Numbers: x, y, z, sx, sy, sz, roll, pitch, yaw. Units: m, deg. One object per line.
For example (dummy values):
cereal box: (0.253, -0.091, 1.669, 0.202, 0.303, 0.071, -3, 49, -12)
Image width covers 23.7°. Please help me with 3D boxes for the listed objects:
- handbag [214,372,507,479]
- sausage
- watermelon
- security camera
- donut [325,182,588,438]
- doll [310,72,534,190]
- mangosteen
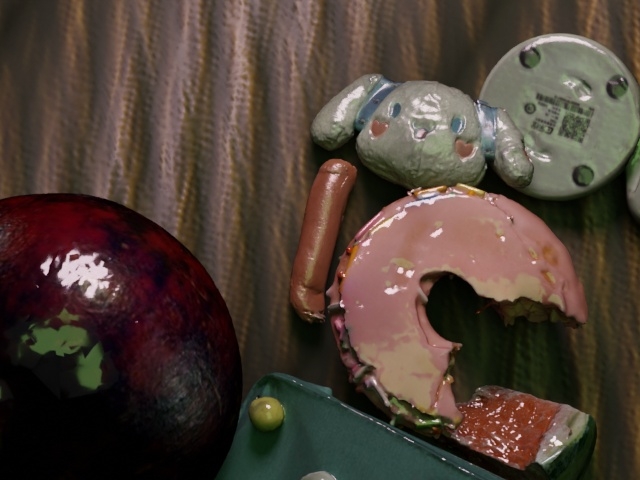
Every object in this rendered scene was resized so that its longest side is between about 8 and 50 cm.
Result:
handbag: (0.000, 0.264, 1.252, 0.274, 0.100, 0.269, 27, 86, 34)
sausage: (0.000, 0.000, 1.408, 0.042, 0.036, 0.158, 3, 75, 32)
watermelon: (0.185, 0.187, 1.383, 0.098, 0.158, 0.121, -55, 131, -26)
security camera: (0.294, -0.090, 1.431, 0.301, 0.080, 0.157, 20, 93, 12)
donut: (0.110, 0.056, 1.374, 0.233, 0.085, 0.199, -36, 78, -14)
doll: (0.097, -0.096, 1.415, 0.214, 0.071, 0.104, 15, 75, 13)
mangosteen: (-0.223, 0.128, 1.214, 0.306, 0.306, 0.359, 28, 36, 2)
